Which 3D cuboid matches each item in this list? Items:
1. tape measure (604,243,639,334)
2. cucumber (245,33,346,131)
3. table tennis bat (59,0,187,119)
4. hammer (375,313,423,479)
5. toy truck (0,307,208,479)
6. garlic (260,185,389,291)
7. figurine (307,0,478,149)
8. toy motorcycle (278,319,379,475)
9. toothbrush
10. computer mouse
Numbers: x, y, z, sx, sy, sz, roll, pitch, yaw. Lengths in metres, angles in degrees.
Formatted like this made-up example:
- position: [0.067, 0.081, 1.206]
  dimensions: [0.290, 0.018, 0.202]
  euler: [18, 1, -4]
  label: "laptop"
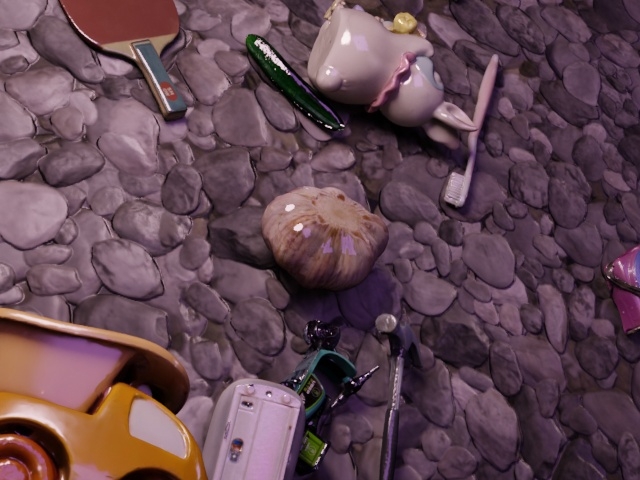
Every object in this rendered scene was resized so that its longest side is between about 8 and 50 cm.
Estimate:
- position: [0.466, 0.065, 1.484]
  dimensions: [0.125, 0.074, 0.118]
  euler: [-11, 75, -27]
  label: "tape measure"
- position: [-0.037, -0.209, 1.394]
  dimensions: [0.036, 0.033, 0.184]
  euler: [-43, 88, -12]
  label: "cucumber"
- position: [-0.241, -0.271, 1.326]
  dimensions: [0.154, 0.021, 0.274]
  euler: [-18, 72, -34]
  label: "table tennis bat"
- position: [0.085, 0.216, 1.208]
  dimensions: [0.103, 0.029, 0.246]
  euler: [40, 51, -58]
  label: "hammer"
- position: [-0.233, 0.208, 0.951]
  dimensions: [0.288, 0.204, 0.212]
  euler: [22, 53, -14]
  label: "toy truck"
- position: [0.000, 0.000, 1.256]
  dimensions: [0.159, 0.102, 0.147]
  euler: [-9, 54, -44]
  label: "garlic"
- position: [0.107, -0.227, 1.428]
  dimensions: [0.235, 0.127, 0.155]
  euler: [23, 41, -20]
  label: "figurine"
- position: [-0.006, 0.171, 1.185]
  dimensions: [0.100, 0.058, 0.173]
  euler: [41, 53, -11]
  label: "toy motorcycle"
- position: [0.224, -0.168, 1.514]
  dimensions: [0.029, 0.025, 0.307]
  euler: [23, 55, -5]
  label: "toothbrush"
- position: [-0.077, 0.246, 1.093]
  dimensions: [0.102, 0.045, 0.199]
  euler: [14, 79, -8]
  label: "computer mouse"
